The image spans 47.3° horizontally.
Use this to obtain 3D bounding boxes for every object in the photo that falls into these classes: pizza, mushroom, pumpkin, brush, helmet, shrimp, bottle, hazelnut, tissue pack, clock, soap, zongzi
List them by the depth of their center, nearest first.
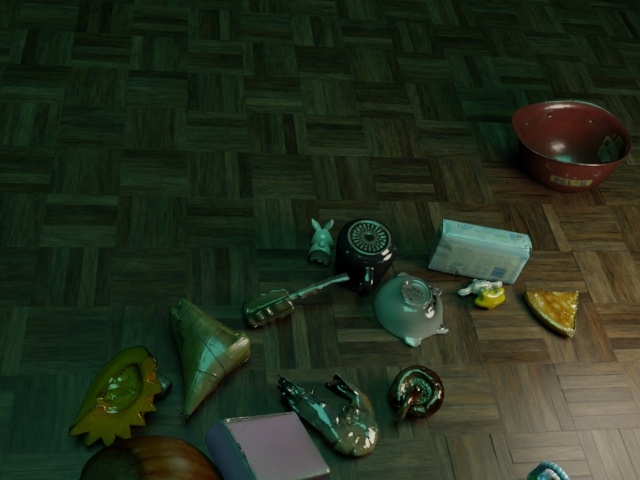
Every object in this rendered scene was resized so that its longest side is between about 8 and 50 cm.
[{"bbox_3d":[-0.337,0.565,1.464,0.372,0.315,0.372,19,59,-34],"label":"hazelnut"},{"bbox_3d":[-0.113,0.478,1.626,0.259,0.081,0.181,12,35,-55],"label":"soap"},{"bbox_3d":[0.552,0.601,1.666,0.100,0.195,0.194,-25,61,-24],"label":"clock"},{"bbox_3d":[-0.465,0.368,1.727,0.254,0.130,0.149,-47,26,-5],"label":"pumpkin"},{"bbox_3d":[-0.430,0.333,1.787,0.140,0.053,0.053,28,51,12],"label":"bottle"},{"bbox_3d":[0.031,0.404,1.812,0.289,0.075,0.178,35,45,19],"label":"shrimp"},{"bbox_3d":[-0.332,0.292,1.817,0.228,0.115,0.256,30,62,19],"label":"zongzi"},{"bbox_3d":[0.236,0.397,1.849,0.135,0.080,0.170,28,50,28],"label":"mushroom"},{"bbox_3d":[-0.063,0.148,1.967,0.301,0.071,0.084,-21,52,-7],"label":"brush"},{"bbox_3d":[0.459,0.033,2.132,0.263,0.177,0.089,12,49,-1],"label":"tissue pack"},{"bbox_3d":[0.690,0.187,2.142,0.185,0.036,0.176,36,51,21],"label":"pizza"},{"bbox_3d":[0.808,-0.284,2.433,0.385,0.230,0.337,6,48,5],"label":"helmet"}]

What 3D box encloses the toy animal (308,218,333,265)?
[{"bbox_3d":[0.001,0.005,2.137,0.071,0.085,0.124,0,43,11],"label":"toy animal"}]

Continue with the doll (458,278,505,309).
[{"bbox_3d":[0.481,0.149,2.123,0.135,0.071,0.113,-26,41,-36],"label":"doll"}]

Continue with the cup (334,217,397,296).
[{"bbox_3d":[0.119,0.062,2.042,0.169,0.176,0.223,9,54,-7],"label":"cup"}]

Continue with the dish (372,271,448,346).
[{"bbox_3d":[0.265,0.165,2.043,0.228,0.086,0.236,-15,55,-22],"label":"dish"}]
